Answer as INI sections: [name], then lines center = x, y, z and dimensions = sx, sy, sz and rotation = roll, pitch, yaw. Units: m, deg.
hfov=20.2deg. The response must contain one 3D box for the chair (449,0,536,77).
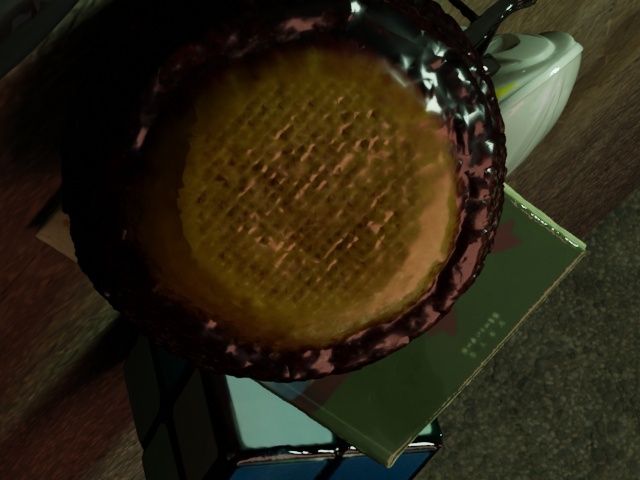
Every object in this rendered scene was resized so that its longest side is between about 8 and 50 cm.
[chair]
center = 0.015, -0.101, 1.118
dimensions = 0.229, 0.106, 0.113
rotation = -41, 168, -24

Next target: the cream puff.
[cream puff]
center = -0.021, -0.043, 0.956
dimensions = 0.239, 0.239, 0.165
rotation = -48, -159, 12

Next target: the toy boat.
[toy boat]
center = 0.095, -0.090, 1.351
dimensions = 0.141, 0.141, 0.269
rotation = -37, 166, -33

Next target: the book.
[book]
center = 0.000, 0.000, 1.093
dimensions = 0.201, 0.289, 0.026
rotation = -49, -156, 16

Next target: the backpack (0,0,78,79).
[backpack]
center = -0.190, -0.038, 0.352
dimensions = 0.363, 0.255, 0.445
rotation = -30, 165, -30

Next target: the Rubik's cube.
[Rubik's cube]
center = -0.035, 0.122, 1.377
dimensions = 0.183, 0.180, 0.167
rotation = 1, 147, -25
